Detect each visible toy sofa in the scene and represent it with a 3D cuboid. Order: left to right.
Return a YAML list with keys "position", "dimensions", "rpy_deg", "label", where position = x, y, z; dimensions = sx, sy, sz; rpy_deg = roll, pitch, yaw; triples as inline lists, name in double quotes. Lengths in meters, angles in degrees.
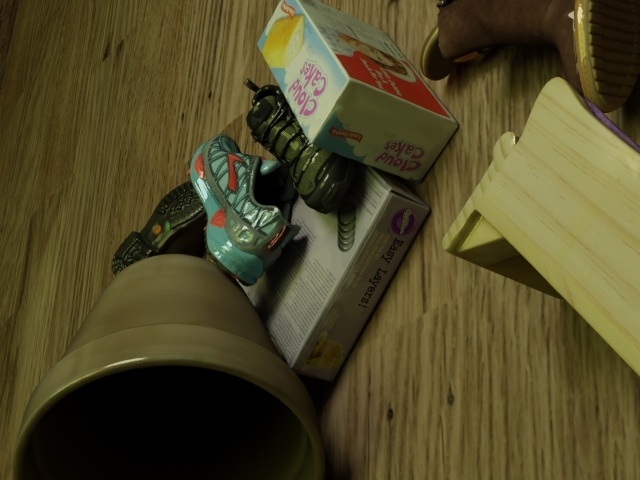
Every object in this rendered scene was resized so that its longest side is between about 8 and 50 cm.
- position: [0.255, 0.035, 0.822]
  dimensions: [0.177, 0.150, 0.362]
  rpy_deg: [-60, 31, 16]
  label: "toy sofa"

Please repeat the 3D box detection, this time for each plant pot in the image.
- position: [-0.170, 0.170, 1.270]
  dimensions: [0.323, 0.323, 0.280]
  rpy_deg: [-55, 24, 25]
  label: "plant pot"

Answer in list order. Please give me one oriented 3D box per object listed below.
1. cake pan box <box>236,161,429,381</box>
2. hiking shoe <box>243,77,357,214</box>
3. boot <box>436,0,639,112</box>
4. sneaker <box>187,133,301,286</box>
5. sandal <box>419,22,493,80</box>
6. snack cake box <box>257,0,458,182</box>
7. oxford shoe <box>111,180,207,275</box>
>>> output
- position: [0.000, 0.000, 1.359]
  dimensions: [0.246, 0.070, 0.267]
  rpy_deg: [-61, 31, 13]
  label: "cake pan box"
- position: [-0.036, -0.112, 1.302]
  dimensions: [0.086, 0.114, 0.227]
  rpy_deg: [-57, 30, 20]
  label: "hiking shoe"
- position: [0.204, -0.211, 1.089]
  dimensions: [0.206, 0.090, 0.249]
  rpy_deg: [-22, 61, 47]
  label: "boot"
- position: [-0.082, -0.059, 1.398]
  dimensions: [0.125, 0.104, 0.262]
  rpy_deg: [-39, 40, 17]
  label: "sneaker"
- position: [0.175, -0.231, 1.213]
  dimensions: [0.180, 0.072, 0.049]
  rpy_deg: [-42, 61, 34]
  label: "sandal"
- position: [0.037, -0.188, 1.321]
  dimensions: [0.089, 0.152, 0.264]
  rpy_deg: [-58, 31, 22]
  label: "snack cake box"
- position: [-0.213, -0.015, 1.713]
  dimensions: [0.227, 0.096, 0.083]
  rpy_deg: [-43, 49, 7]
  label: "oxford shoe"
